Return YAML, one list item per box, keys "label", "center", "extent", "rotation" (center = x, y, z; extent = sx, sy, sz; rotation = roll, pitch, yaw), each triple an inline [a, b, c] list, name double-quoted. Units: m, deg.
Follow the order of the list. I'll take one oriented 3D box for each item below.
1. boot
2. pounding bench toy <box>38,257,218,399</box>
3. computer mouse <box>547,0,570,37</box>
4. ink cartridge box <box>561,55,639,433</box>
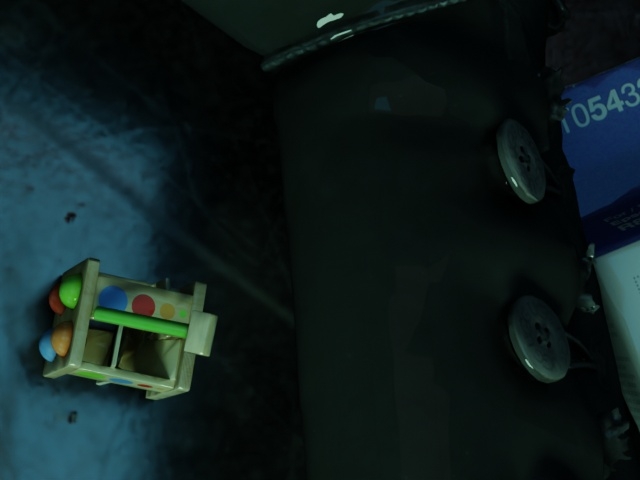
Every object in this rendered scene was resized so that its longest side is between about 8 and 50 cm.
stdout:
- label: "boot"
  center: [0.002, 0.000, 0.675]
  extent: [0.367, 0.146, 0.445]
  rotation: [8, 73, -40]
- label: "pounding bench toy"
  center: [-0.090, 0.039, 0.716]
  extent: [0.065, 0.083, 0.052]
  rotation: [14, 75, -21]
- label: "computer mouse"
  center: [0.186, -0.192, 0.905]
  extent: [0.193, 0.042, 0.106]
  rotation: [-20, 83, -19]
- label: "ink cartridge box"
  center: [0.314, 0.017, 0.847]
  extent: [0.324, 0.071, 0.330]
  rotation: [-23, 90, -5]
